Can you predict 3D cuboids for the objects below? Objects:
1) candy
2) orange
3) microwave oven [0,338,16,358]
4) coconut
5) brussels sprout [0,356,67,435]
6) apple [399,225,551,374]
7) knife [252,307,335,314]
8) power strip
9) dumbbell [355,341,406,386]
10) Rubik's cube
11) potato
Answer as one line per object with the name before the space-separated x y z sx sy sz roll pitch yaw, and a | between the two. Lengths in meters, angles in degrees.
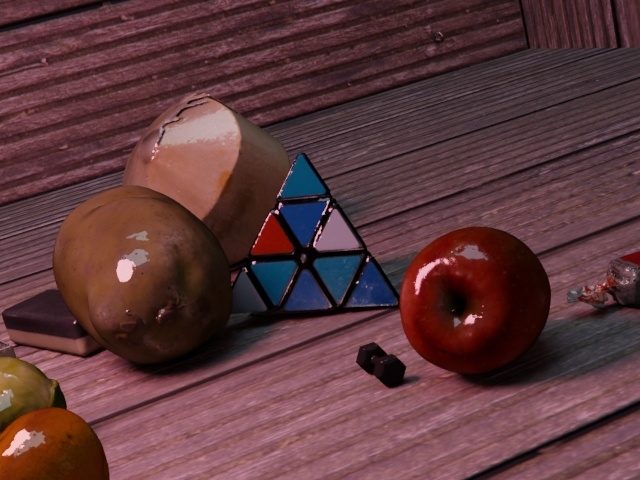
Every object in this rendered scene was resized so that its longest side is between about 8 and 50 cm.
candy | 0.455 0.036 1.476 0.292 0.059 0.086 -15 13 -12
orange | -0.297 0.254 1.218 0.156 0.134 0.156 -54 1 2
microwave oven | -0.521 0.216 1.547 0.208 0.122 0.162 -22 18 -30
coconut | -0.219 -0.107 2.087 0.323 0.323 0.323 -13 15 3
brussels sprout | -0.408 0.221 1.436 0.183 0.131 0.145 -7 38 21
apple | 0.185 0.073 1.367 0.181 0.181 0.168 -9 -8 16
knife | -0.100 0.104 1.801 0.297 0.017 0.047 1 20 31
power strip | -0.416 0.134 1.872 0.105 0.070 0.256 -28 19 -38
dumbbell | 0.075 0.154 1.418 0.040 0.036 0.083 -18 15 -16
Rubik's cube | 0.000 0.000 1.817 0.284 0.250 0.234 -9 -7 15
potato | -0.260 0.053 1.700 0.243 0.221 0.326 9 21 -39
